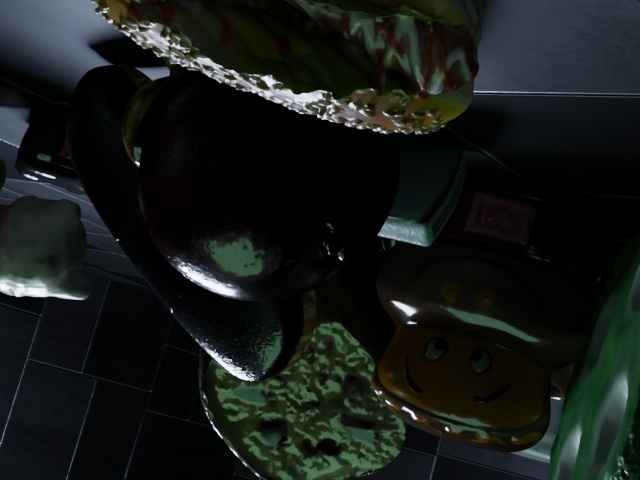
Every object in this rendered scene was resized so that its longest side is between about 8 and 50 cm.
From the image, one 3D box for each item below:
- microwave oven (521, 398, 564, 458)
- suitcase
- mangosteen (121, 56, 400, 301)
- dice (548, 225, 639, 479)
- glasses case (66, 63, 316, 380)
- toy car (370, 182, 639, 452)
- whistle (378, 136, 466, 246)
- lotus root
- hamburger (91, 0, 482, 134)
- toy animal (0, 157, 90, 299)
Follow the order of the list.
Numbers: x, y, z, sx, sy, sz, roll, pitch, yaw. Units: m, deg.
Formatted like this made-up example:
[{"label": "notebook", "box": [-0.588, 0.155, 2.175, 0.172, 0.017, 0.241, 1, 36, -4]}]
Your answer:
[{"label": "microwave oven", "box": [0.375, 0.234, 1.795, 0.286, 0.219, 0.355, 11, 171, 33]}, {"label": "suitcase", "box": [-0.215, -0.074, 1.392, 0.285, 0.066, 0.206, 18, 171, -16]}, {"label": "mangosteen", "box": [-0.054, -0.064, 0.847, 0.230, 0.194, 0.194, 40, -176, 28]}, {"label": "dice", "box": [0.341, 0.139, 0.853, 0.287, 0.297, 0.300, 20, 156, 5]}, {"label": "glasses case", "box": [-0.117, -0.020, 0.993, 0.082, 0.122, 0.321, -17, -123, -42]}, {"label": "toy car", "box": [0.176, 0.090, 1.171, 0.271, 0.240, 0.341, 15, 168, 19]}, {"label": "whistle", "box": [-0.008, -0.024, 1.067, 0.289, 0.164, 0.163, 12, 171, 24]}, {"label": "lotus root", "box": [-0.004, 0.099, 1.350, 0.250, 0.251, 0.346, 16, -148, -2]}, {"label": "hamburger", "box": [-0.017, -0.121, 0.596, 0.210, 0.116, 0.173, 16, 174, -1]}, {"label": "toy animal", "box": [-0.375, -0.047, 1.271, 0.188, 0.308, 0.266, 16, -157, 27]}]
